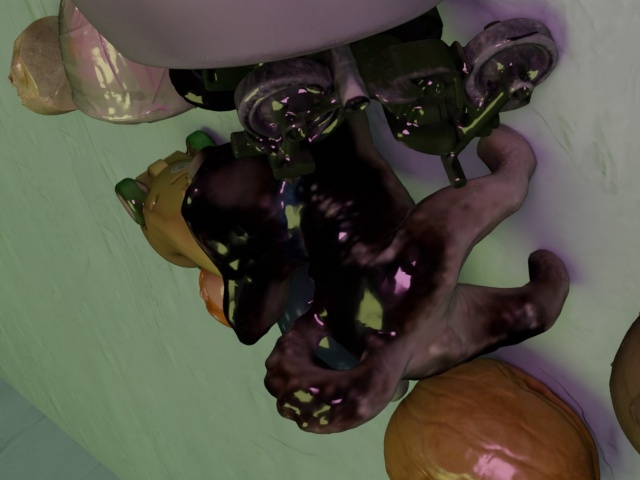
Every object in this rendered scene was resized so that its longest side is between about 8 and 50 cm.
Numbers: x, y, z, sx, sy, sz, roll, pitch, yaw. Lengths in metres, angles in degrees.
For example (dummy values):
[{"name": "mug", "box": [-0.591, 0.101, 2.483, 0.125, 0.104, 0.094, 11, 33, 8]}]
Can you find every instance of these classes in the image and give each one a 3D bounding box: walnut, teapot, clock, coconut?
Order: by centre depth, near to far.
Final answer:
[{"name": "teapot", "box": [-0.160, -0.208, 1.168, 0.221, 0.163, 0.178, 27, 140, 40]}, {"name": "walnut", "box": [0.173, 0.220, 1.215, 0.221, 0.195, 0.195, 27, 148, 24]}, {"name": "clock", "box": [0.028, 0.076, 1.252, 0.200, 0.146, 0.243, 61, 171, 16]}, {"name": "coconut", "box": [-0.315, -0.210, 1.475, 0.116, 0.116, 0.122, 55, 155, -13]}]

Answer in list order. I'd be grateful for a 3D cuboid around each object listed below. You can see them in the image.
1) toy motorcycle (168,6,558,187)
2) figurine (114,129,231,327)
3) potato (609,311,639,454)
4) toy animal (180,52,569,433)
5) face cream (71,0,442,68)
[{"name": "toy motorcycle", "box": [0.024, -0.148, 0.927, 0.127, 0.275, 0.205, 97, 160, -56]}, {"name": "figurine", "box": [-0.113, 0.006, 1.382, 0.222, 0.124, 0.324, 62, 165, -21]}, {"name": "potato", "box": [0.312, 0.099, 0.849, 0.165, 0.165, 0.262, 50, 150, -2]}, {"name": "toy animal", "box": [0.000, 0.000, 1.039, 0.344, 0.302, 0.194, 29, 146, 34]}, {"name": "face cream", "box": [-0.054, -0.296, 0.722, 0.219, 0.312, 0.357, -97, -4, -66]}]
